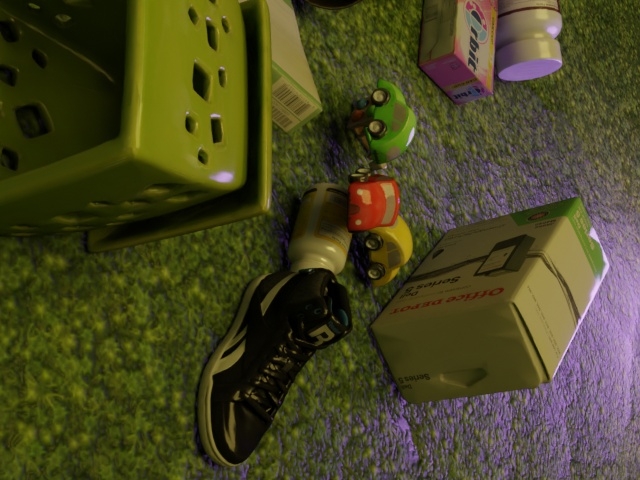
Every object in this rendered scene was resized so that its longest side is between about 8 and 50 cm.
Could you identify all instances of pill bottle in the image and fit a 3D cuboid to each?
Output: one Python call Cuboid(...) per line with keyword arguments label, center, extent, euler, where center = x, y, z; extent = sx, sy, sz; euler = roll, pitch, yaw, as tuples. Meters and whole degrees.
Cuboid(label="pill bottle", center=(0.310, -0.370, 1.637), extent=(0.121, 0.121, 0.221), euler=(5, 74, -52))
Cuboid(label="pill bottle", center=(0.000, 0.000, 1.141), extent=(0.065, 0.065, 0.116), euler=(44, 46, -35))

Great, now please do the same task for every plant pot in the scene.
Cuboid(label="plant pot", center=(-0.160, -0.114, 0.841), extent=(0.207, 0.227, 0.228), euler=(25, 58, -53))

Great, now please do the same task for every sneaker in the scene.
Cuboid(label="sneaker", center=(-0.037, 0.110, 1.005), extent=(0.079, 0.121, 0.217), euler=(45, 46, -34))

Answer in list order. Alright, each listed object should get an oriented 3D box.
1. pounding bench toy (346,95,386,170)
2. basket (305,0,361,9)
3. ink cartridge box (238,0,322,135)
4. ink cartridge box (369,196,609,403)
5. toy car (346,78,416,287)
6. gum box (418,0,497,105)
Cuboid(label="pounding bench toy", center=(0.067, -0.134, 1.289), extent=(0.065, 0.052, 0.083), euler=(50, 43, -31))
Cuboid(label="basket", center=(0.043, -0.415, 1.269), extent=(0.227, 0.154, 0.204), euler=(-60, 158, -53))
Cuboid(label="ink cartridge box", center=(-0.086, -0.244, 1.125), extent=(0.171, 0.056, 0.235), euler=(36, 27, -42))
Cuboid(label="ink cartridge box", center=(0.214, 0.070, 1.288), extent=(0.273, 0.198, 0.115), euler=(-45, 114, -51))
Cuboid(label="toy car", center=(0.078, -0.080, 1.188), extent=(0.239, 0.053, 0.225), euler=(65, 30, -67))
Cuboid(label="gum box", center=(0.202, -0.308, 1.520), extent=(0.107, 0.062, 0.188), euler=(35, 52, -42))
